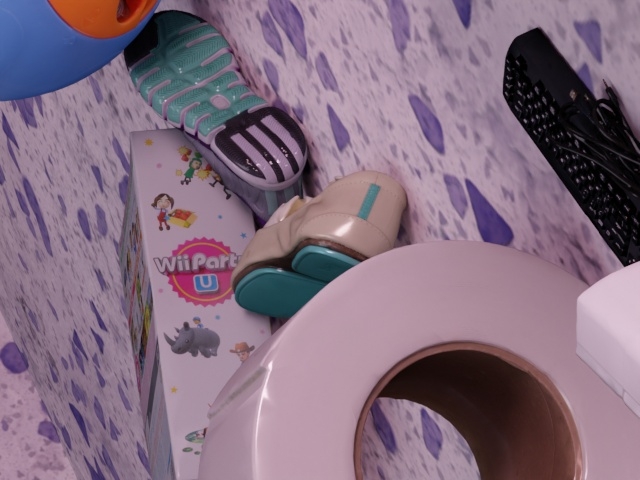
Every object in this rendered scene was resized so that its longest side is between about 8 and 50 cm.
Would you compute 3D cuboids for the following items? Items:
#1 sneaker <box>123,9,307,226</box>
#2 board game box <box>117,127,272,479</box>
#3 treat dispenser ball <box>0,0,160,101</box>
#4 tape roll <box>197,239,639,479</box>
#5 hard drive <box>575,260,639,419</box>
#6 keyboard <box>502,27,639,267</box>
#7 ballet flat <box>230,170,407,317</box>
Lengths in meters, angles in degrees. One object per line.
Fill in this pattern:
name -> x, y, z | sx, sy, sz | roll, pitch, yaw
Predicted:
sneaker -> -0.085, -0.089, 1.544 | 0.223, 0.083, 0.098 | 51, 160, 39
board game box -> -0.100, 0.089, 1.626 | 0.224, 0.098, 0.303 | 108, 154, -63
treat dispenser ball -> -0.248, -0.248, 1.483 | 0.288, 0.288, 0.288 | 54, 157, 35
tape roll -> 0.062, 0.136, 1.133 | 0.246, 0.246, 0.169 | 65, 162, 8
hard drive -> 0.249, 0.076, 0.608 | 0.307, 0.203, 0.040 | 48, 152, 45
keyboard -> 0.142, -0.033, 1.043 | 0.192, 0.038, 0.100 | 56, 158, 29
ballet flat -> 0.000, 0.000, 1.423 | 0.086, 0.086, 0.248 | 67, 158, 2
